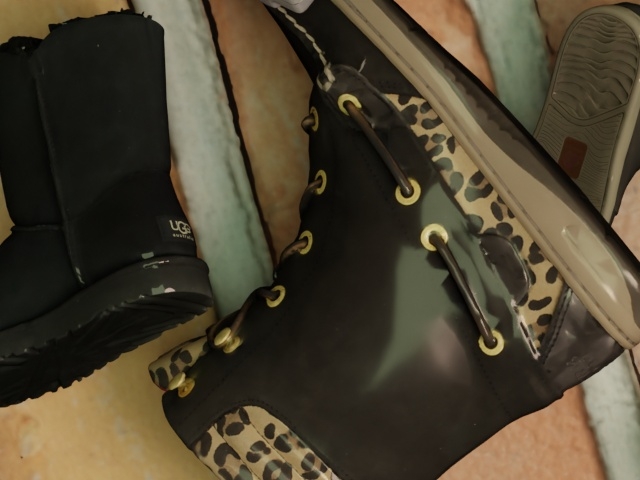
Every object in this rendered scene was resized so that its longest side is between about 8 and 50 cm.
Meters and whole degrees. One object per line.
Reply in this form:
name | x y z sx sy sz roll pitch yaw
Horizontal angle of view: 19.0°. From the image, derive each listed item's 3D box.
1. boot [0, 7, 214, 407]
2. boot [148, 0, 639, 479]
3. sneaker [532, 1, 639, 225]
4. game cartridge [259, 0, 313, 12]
boot | -0.184 -0.017 1.227 0.246 0.094 0.207 -26 65 28
boot | 0.000 0.000 1.218 0.284 0.138 0.377 -45 78 9
sneaker | 0.191 -0.053 1.278 0.083 0.118 0.222 34 117 27
game cartridge | -0.002 -0.292 1.203 0.198 0.062 0.297 29 74 27
